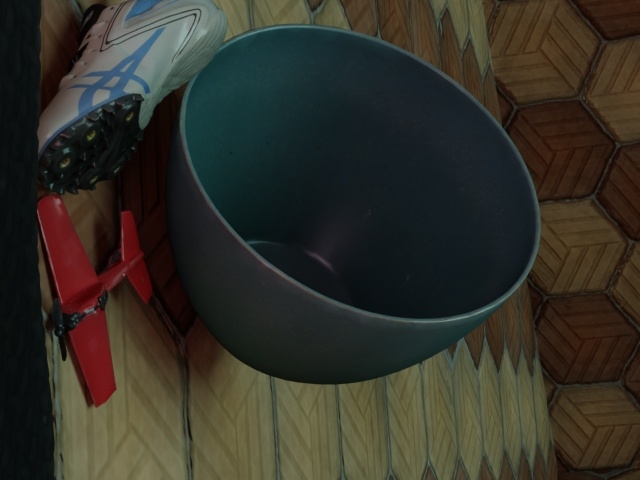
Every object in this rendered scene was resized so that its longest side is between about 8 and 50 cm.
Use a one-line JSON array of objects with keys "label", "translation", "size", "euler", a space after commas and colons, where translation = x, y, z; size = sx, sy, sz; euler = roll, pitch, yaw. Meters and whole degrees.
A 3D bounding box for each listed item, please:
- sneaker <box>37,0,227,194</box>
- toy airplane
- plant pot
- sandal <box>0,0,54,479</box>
[{"label": "sneaker", "translation": [-0.144, -0.110, 0.999], "size": [0.085, 0.086, 0.237], "euler": [-63, 176, 39]}, {"label": "toy airplane", "translation": [-0.147, 0.032, 0.988], "size": [0.151, 0.028, 0.151], "euler": [-7, 90, -74]}, {"label": "plant pot", "translation": [0.000, 0.000, 1.164], "size": [0.195, 0.290, 0.290], "euler": [121, -17, -45]}, {"label": "sandal", "translation": [-0.205, -0.014, 0.698], "size": [0.167, 0.107, 0.446], "euler": [-60, 154, -67]}]
